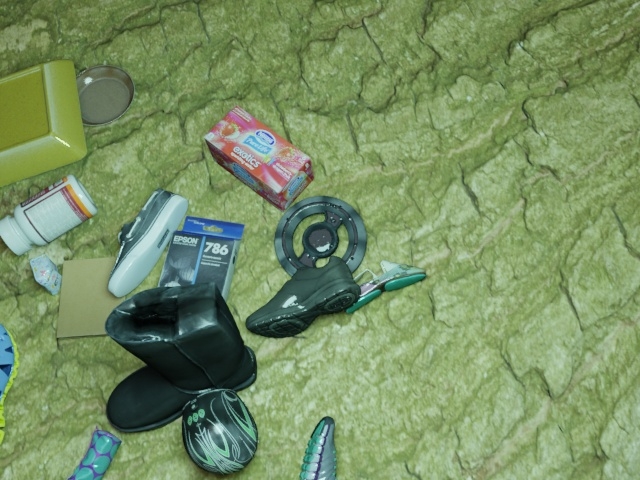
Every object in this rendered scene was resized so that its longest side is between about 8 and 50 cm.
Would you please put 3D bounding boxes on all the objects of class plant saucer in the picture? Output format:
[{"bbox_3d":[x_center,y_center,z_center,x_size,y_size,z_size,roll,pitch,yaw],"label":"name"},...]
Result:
[{"bbox_3d":[-0.606,-0.395,1.923,0.199,0.036,0.198,-1,69,3],"label":"plant saucer"},{"bbox_3d":[-0.817,-0.328,1.867,0.333,0.081,0.332,-18,67,5],"label":"plant saucer"}]

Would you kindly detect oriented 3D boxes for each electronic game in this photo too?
[{"bbox_3d":[0.000,0.000,1.709,0.229,0.048,0.229,-1,76,5],"label":"electronic game"}]

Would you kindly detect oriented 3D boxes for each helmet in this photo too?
[{"bbox_3d":[-0.215,0.420,1.497,0.169,0.169,0.161,-24,59,-5],"label":"helmet"}]

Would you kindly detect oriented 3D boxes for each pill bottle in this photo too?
[{"bbox_3d":[-0.687,-0.062,1.748,0.221,0.121,0.121,-33,69,-8],"label":"pill bottle"}]

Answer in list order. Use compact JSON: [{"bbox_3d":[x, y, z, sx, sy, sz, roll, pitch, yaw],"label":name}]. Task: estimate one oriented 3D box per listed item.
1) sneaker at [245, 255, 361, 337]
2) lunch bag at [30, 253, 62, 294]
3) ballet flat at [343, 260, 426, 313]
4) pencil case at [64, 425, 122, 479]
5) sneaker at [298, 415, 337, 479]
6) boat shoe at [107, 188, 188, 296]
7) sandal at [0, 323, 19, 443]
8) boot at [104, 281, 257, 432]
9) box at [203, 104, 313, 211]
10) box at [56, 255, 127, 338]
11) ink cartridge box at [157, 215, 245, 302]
[{"bbox_3d":[-0.047,0.134,1.624,0.286,0.109,0.130,-24,55,8],"label":"sneaker"},{"bbox_3d":[-0.673,0.087,1.714,0.053,0.071,0.083,-21,65,-8],"label":"lunch bag"},{"bbox_3d":[0.138,0.096,1.650,0.222,0.077,0.079,-25,65,-1],"label":"ballet flat"},{"bbox_3d":[-0.507,0.496,1.539,0.070,0.064,0.151,32,71,-11],"label":"pencil case"},{"bbox_3d":[0.010,0.500,1.505,0.098,0.083,0.223,21,74,-10],"label":"sneaker"},{"bbox_3d":[-0.448,-0.002,1.715,0.102,0.108,0.301,24,69,13],"label":"boat shoe"},{"bbox_3d":[-0.783,0.328,1.591,0.126,0.138,0.317,-8,66,3],"label":"sandal"},{"bbox_3d":[-0.332,0.252,1.418,0.367,0.445,0.146,-23,68,-5],"label":"boot"},{"bbox_3d":[-0.155,-0.208,1.766,0.257,0.122,0.128,38,74,17],"label":"box"},{"bbox_3d":[-0.560,0.139,1.711,0.165,0.021,0.201,-4,68,3],"label":"box"},{"bbox_3d":[-0.301,0.087,1.691,0.165,0.065,0.332,7,68,8],"label":"ink cartridge box"}]
